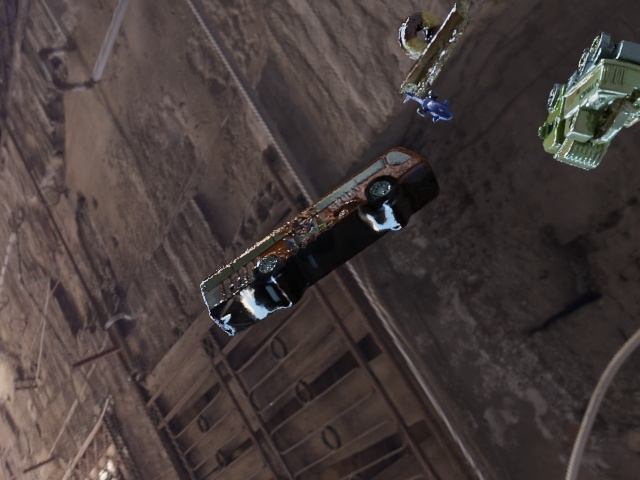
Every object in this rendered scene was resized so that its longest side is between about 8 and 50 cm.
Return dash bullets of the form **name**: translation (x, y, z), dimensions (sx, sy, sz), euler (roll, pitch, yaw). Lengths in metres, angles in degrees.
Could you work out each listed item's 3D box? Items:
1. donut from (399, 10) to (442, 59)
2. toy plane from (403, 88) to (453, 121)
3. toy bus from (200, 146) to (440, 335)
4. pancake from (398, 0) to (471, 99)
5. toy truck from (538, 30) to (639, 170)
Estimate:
- **donut**: translation (0.295, -0.594, 1.973), dimensions (0.140, 0.059, 0.140), euler (0, -93, -9)
- **toy plane**: translation (0.223, -0.280, 1.416), dimensions (0.062, 0.054, 0.167), euler (25, -168, -39)
- **toy bus**: translation (0.000, 0.000, 1.082), dimensions (0.409, 0.093, 0.092), euler (-34, -137, -1)
- **pancake**: translation (0.274, -0.447, 1.661), dimensions (0.056, 0.212, 0.257), euler (33, -119, -7)
- **toy truck**: translation (0.319, -0.146, 0.784), dimensions (0.085, 0.191, 0.116), euler (17, -103, 2)
